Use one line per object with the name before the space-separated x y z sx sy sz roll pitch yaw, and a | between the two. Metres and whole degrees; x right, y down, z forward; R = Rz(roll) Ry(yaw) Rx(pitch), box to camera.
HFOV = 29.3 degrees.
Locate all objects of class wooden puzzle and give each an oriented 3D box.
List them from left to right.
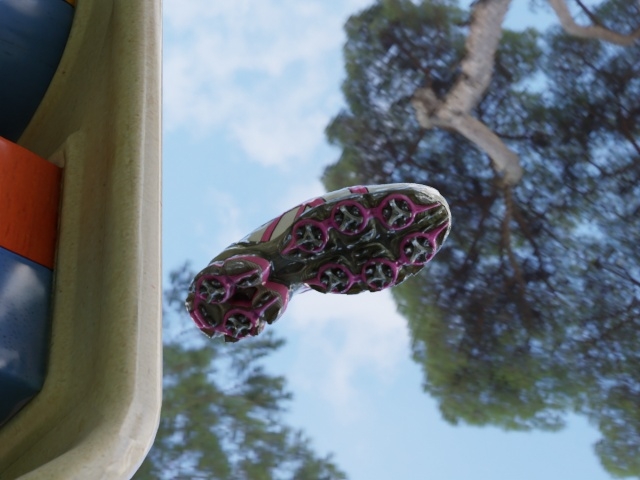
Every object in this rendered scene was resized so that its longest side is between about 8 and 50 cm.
wooden puzzle | -0.176 0.019 0.482 0.322 0.080 0.348 -41 -147 32

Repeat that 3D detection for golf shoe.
golf shoe | 0.000 0.000 0.784 0.186 0.086 0.067 -20 -70 25
